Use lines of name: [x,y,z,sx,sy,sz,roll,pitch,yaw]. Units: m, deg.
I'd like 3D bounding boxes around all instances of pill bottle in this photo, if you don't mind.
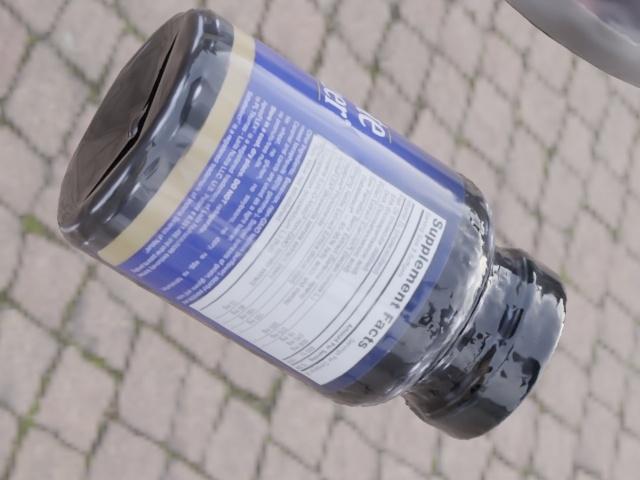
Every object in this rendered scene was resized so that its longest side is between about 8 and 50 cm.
pill bottle: [0.000,0.000,0.895,0.219,0.123,0.123,32,59,-20]

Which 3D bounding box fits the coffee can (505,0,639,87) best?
coffee can: [0.153,-0.206,0.591,0.201,0.275,0.201,33,33,-25]
